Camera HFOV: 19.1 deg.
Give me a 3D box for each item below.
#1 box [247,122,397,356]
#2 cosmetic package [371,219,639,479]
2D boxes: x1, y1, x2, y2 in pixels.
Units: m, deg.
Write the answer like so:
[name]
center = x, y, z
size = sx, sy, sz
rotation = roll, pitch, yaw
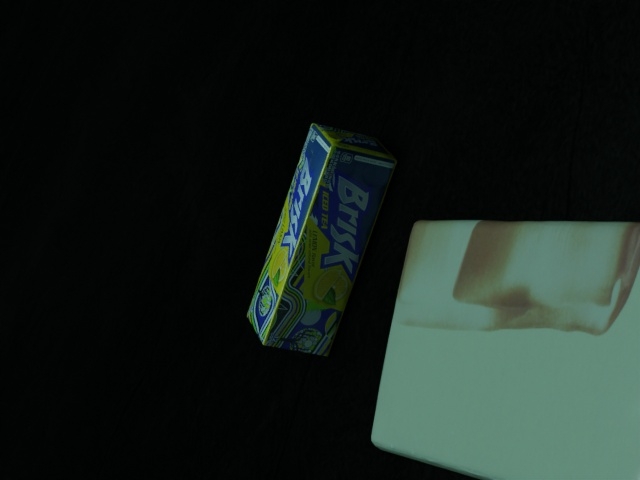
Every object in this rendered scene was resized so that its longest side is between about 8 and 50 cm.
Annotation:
[box]
center = 0.000, 0.000, 1.458
size = 0.054, 0.059, 0.169
rotation = -128, 53, -62
[cosmetic package]
center = 0.154, 0.062, 0.888
size = 0.296, 0.153, 0.129
rotation = -176, 97, -68
